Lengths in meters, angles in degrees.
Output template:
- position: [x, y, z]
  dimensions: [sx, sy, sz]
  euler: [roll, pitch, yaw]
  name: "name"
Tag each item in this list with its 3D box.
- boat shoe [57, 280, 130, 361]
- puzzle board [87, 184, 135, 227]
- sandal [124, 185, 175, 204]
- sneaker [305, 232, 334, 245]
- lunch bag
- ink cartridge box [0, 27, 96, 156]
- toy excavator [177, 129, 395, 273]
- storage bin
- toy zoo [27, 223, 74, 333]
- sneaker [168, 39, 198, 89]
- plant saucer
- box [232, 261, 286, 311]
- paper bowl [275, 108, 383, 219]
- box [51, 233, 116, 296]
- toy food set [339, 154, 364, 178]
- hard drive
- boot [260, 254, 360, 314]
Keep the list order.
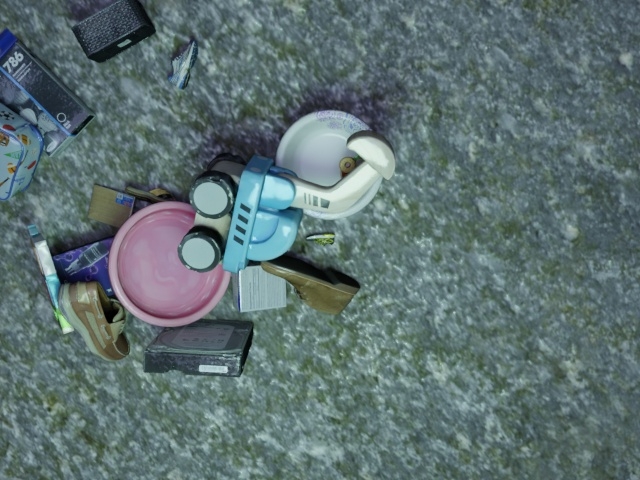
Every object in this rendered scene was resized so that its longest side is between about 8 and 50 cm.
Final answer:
- position: [-0.573, 0.218, 1.706]
  dimensions: [0.116, 0.123, 0.324]
  euler: [-18, 142, -1]
  name: "boat shoe"
- position: [-0.577, -0.091, 1.773]
  dimensions: [0.128, 0.011, 0.096]
  euler: [17, 99, 11]
  name: "puzzle board"
- position: [-0.447, -0.122, 1.763]
  dimensions: [0.180, 0.072, 0.049]
  euler: [21, 76, 1]
  name: "sandal"
- position: [0.000, 0.000, 1.797]
  dimensions: [0.083, 0.031, 0.035]
  euler: [-5, 98, 0]
  name: "sneaker"
- position: [-0.898, -0.257, 1.685]
  dimensions: [0.303, 0.115, 0.243]
  euler: [33, 123, -4]
  name: "lunch bag"
- position: [-0.783, -0.397, 1.716]
  dimensions: [0.333, 0.065, 0.165]
  euler: [44, 96, -5]
  name: "ink cartridge box"
- position: [-0.079, -0.098, 1.568]
  dimensions: [0.445, 0.222, 0.433]
  euler: [15, 112, -3]
  name: "toy excavator"
- position: [-0.534, -0.546, 1.668]
  dimensions: [0.180, 0.122, 0.084]
  euler: [-27, 97, 3]
  name: "storage bin"
- position: [-0.728, 0.097, 1.724]
  dimensions: [0.030, 0.192, 0.293]
  euler: [-18, 98, -25]
  name: "toy zoo"
- position: [-0.371, -0.477, 1.717]
  dimensions: [0.058, 0.052, 0.135]
  euler: [22, 97, 0]
  name: "sneaker"
- position: [-0.404, 0.062, 1.717]
  dimensions: [0.332, 0.084, 0.332]
  euler: [1, 88, -32]
  name: "plant saucer"
- position: [-0.170, 0.124, 1.770]
  dimensions: [0.137, 0.072, 0.126]
  euler: [-4, 98, -24]
  name: "box"
- position: [0.023, -0.202, 1.712]
  dimensions: [0.284, 0.148, 0.284]
  euler: [0, 98, -2]
  name: "paper bowl"
- position: [-0.601, 0.076, 1.760]
  dimensions: [0.207, 0.108, 0.153]
  euler: [-19, 98, 1]
  name: "box"
- position: [0.090, -0.175, 1.632]
  dimensions: [0.082, 0.020, 0.083]
  euler: [-7, 98, 1]
  name: "toy food set"
- position: [-0.305, 0.271, 1.676]
  dimensions: [0.237, 0.339, 0.064]
  euler: [4, 96, -1]
  name: "hard drive"
- position: [-0.041, 0.123, 1.745]
  dimensions: [0.305, 0.112, 0.115]
  euler: [22, 108, -27]
  name: "boot"
